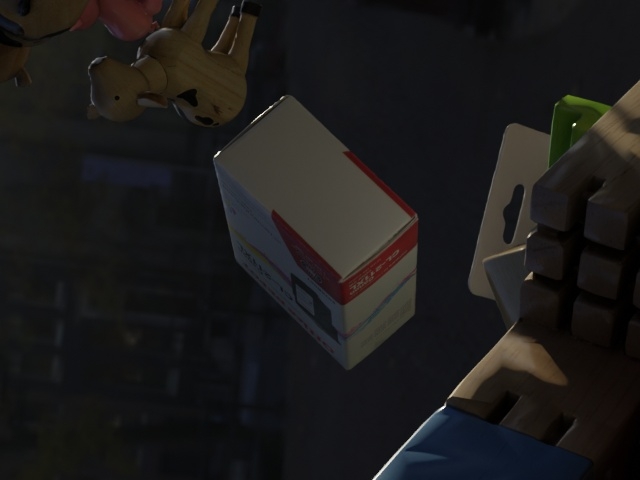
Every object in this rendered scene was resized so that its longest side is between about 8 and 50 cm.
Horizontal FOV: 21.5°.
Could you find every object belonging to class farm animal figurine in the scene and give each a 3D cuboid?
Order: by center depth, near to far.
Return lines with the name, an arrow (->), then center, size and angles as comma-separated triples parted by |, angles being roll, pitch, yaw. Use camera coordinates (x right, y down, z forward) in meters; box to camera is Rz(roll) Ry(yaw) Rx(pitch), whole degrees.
farm animal figurine -> -0.215, -0.183, 1.327 | 0.327, 0.330, 0.172 | 112, 179, -81

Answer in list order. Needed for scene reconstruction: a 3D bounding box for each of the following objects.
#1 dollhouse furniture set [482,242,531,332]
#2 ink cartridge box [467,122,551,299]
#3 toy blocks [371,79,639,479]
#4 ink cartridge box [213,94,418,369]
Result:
dollhouse furniture set -> 0.190, 0.046, 0.853 | 0.151, 0.123, 0.144 | -22, 89, 67
ink cartridge box -> 0.182, 0.005, 0.941 | 0.060, 0.180, 0.104 | 6, 81, 65
toy blocks -> 0.187, 0.062, 0.456 | 0.261, 0.381, 0.191 | -41, -38, -47
ink cartridge box -> 0.000, 0.000, 1.164 | 0.072, 0.127, 0.175 | -41, -19, -15
